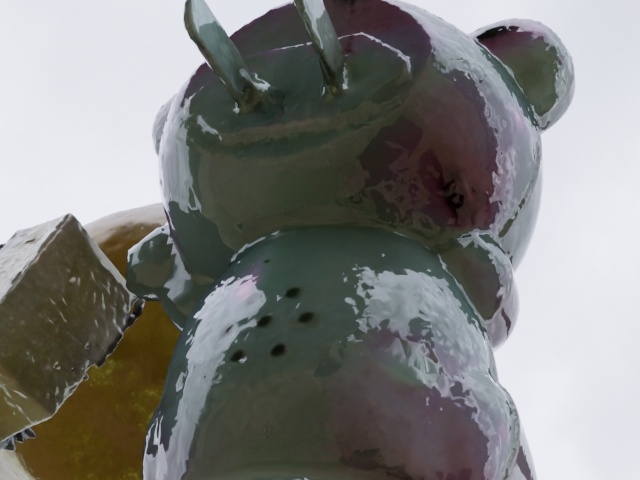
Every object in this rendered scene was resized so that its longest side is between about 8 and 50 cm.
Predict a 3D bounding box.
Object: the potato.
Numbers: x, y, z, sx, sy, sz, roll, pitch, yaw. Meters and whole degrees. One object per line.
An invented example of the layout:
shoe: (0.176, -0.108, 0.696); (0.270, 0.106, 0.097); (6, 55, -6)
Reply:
potato: (-0.156, 0.048, 0.681); (0.061, 0.122, 0.086); (-30, -70, 33)

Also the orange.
orange: (-0.116, 0.102, 0.922); (0.279, 0.279, 0.235); (-39, -105, 14)

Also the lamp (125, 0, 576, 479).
lamp: (0.000, 0.000, 0.623); (0.247, 0.301, 0.247); (-10, -39, 22)
